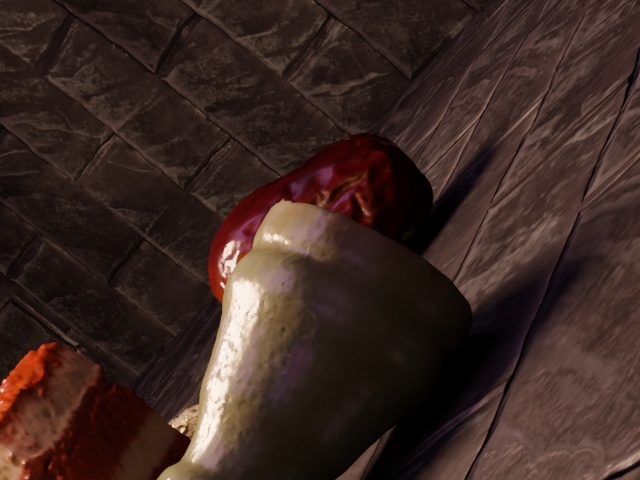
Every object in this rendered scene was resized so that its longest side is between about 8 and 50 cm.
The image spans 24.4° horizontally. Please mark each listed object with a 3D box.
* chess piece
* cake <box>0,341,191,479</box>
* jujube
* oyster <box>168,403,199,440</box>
[{"bbox_3d":[-0.062,0.201,1.340,0.442,0.234,0.234,-58,8,-16],"label":"chess piece"},{"bbox_3d":[-0.362,0.352,2.035,0.269,0.319,0.270,-46,7,28],"label":"cake"},{"bbox_3d":[0.000,0.000,1.975,0.318,0.223,0.223,-43,6,0],"label":"jujube"},{"bbox_3d":[-0.228,0.329,2.364,0.133,0.072,0.209,-52,4,-33],"label":"oyster"}]
